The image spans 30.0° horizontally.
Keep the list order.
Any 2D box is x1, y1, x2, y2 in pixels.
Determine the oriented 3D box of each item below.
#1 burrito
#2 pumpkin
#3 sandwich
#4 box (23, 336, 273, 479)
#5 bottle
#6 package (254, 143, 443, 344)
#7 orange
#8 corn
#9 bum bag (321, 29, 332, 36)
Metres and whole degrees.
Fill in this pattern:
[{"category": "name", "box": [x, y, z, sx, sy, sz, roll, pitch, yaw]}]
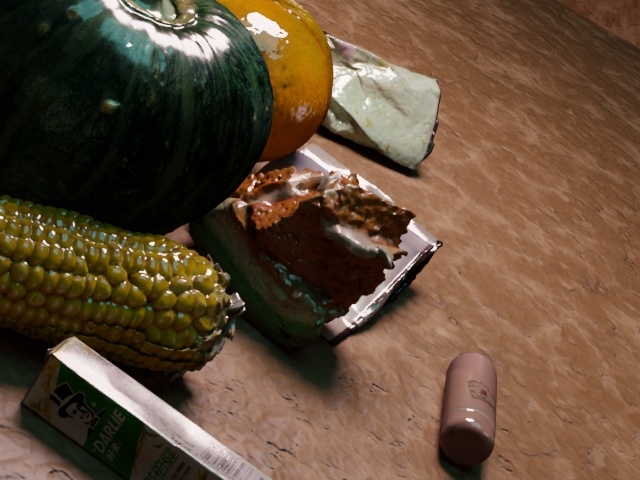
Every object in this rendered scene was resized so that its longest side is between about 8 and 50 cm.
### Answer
[{"category": "burrito", "box": [0.055, -0.191, 1.628, 0.229, 0.089, 0.143, 21, 70, -26]}, {"category": "pumpkin", "box": [-0.166, -0.100, 1.047, 0.197, 0.263, 0.293, 47, 25, 12]}, {"category": "sandwich", "box": [-0.023, -0.005, 1.134, 0.185, 0.160, 0.109, 42, 30, 4]}, {"category": "box", "box": [-0.121, 0.152, 0.880, 0.207, 0.050, 0.041, 35, 22, 3]}, {"category": "bottle", "box": [0.146, 0.163, 1.166, 0.053, 0.053, 0.140, 31, 26, -5]}, {"category": "package", "box": [0.000, 0.000, 1.293, 0.204, 0.062, 0.251, 39, 39, 12]}, {"category": "orange", "box": [-0.091, -0.190, 1.293, 0.240, 0.171, 0.240, 20, 28, -11]}, {"category": "corn", "box": [-0.209, 0.027, 0.937, 0.318, 0.115, 0.115, 19, 29, -28]}, {"category": "bum bag", "box": [-0.002, -0.270, 1.738, 0.248, 0.069, 0.102, 39, -4, 14]}]
